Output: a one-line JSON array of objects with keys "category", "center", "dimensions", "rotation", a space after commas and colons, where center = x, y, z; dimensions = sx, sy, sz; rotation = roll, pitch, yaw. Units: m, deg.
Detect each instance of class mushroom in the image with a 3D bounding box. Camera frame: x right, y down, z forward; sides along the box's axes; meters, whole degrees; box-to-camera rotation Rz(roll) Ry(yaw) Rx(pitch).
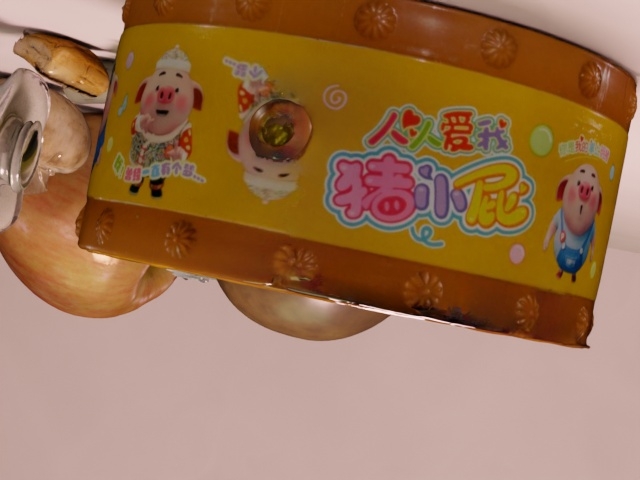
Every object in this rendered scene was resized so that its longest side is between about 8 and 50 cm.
[{"category": "mushroom", "center": [-0.489, -0.167, 2.123], "dimensions": [0.255, 0.184, 0.255], "rotation": [5, -168, -1]}]

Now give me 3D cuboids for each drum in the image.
[{"category": "drum", "center": [0.029, -0.056, 1.070], "dimensions": [0.431, 0.214, 0.431], "rotation": [12, 178, 0]}]

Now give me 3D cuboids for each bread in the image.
[{"category": "bread", "center": [-0.278, -0.195, 1.484], "dimensions": [0.072, 0.053, 0.106], "rotation": [38, -169, 30]}]

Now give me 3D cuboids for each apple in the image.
[{"category": "apple", "center": [-0.411, -0.054, 2.472], "dimensions": [0.347, 0.391, 0.391], "rotation": [32, -177, 10]}]

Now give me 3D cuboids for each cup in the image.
[{"category": "cup", "center": [-0.261, -0.196, 1.603], "dimensions": [0.083, 0.074, 0.054], "rotation": [7, -146, 36]}]

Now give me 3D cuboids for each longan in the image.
[{"category": "longan", "center": [0.000, 0.000, 1.995], "dimensions": [0.319, 0.318, 0.319], "rotation": [11, 179, 0]}]

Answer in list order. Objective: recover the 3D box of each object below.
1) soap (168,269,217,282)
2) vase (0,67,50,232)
[{"category": "soap", "center": [-0.150, -0.056, 2.155], "dimensions": [0.150, 0.261, 0.094], "rotation": [11, 176, 3]}, {"category": "vase", "center": [-0.522, -0.145, 1.469], "dimensions": [0.446, 0.249, 0.250], "rotation": [15, 180, 5]}]
